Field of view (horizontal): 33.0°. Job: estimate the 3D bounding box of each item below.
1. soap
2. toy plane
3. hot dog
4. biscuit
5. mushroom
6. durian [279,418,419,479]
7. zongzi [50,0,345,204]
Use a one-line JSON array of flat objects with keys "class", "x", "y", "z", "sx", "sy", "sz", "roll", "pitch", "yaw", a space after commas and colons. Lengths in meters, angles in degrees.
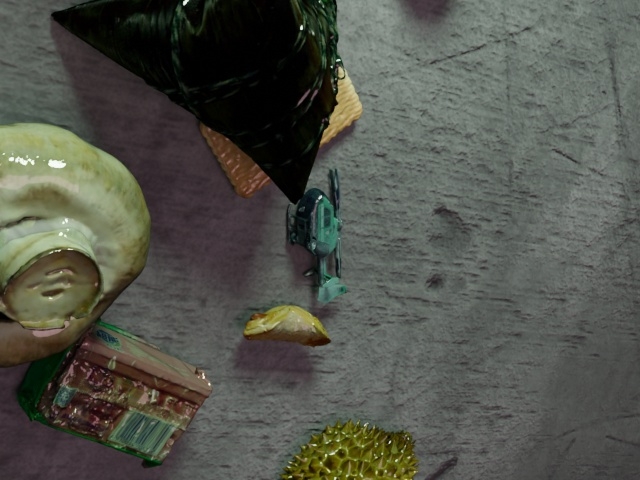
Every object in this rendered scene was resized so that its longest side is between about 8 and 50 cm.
[{"class": "soap", "x": -0.316, "y": 0.241, "z": 1.687, "sx": 0.273, "sy": 0.098, "sz": 0.218, "roll": 30, "pitch": 96, "yaw": -38}, {"class": "toy plane", "x": 0.000, "y": 0.000, "z": 1.791, "sx": 0.096, "sy": 0.060, "sz": 0.235, "roll": -21, "pitch": 119, "yaw": -37}, {"class": "hot dog", "x": -0.055, "y": 0.139, "z": 1.817, "sx": 0.168, "sy": 0.061, "sz": 0.078, "roll": 10, "pitch": 149, "yaw": -33}, {"class": "biscuit", "x": -0.057, "y": -0.189, "z": 1.674, "sx": 0.249, "sy": 0.030, "sz": 0.160, "roll": -37, "pitch": 127, "yaw": -11}, {"class": "mushroom", "x": -0.394, "y": 0.011, "z": 1.423, "sx": 0.352, "sy": 0.260, "sz": 0.352, "roll": -16, "pitch": 127, "yaw": -23}, {"class": "durian", "x": 0.069, "y": 0.424, "z": 1.987, "sx": 0.306, "sy": 0.172, "sz": 0.166, "roll": -23, "pitch": 148, "yaw": -30}, {"class": "zongzi", "x": -0.157, "y": -0.262, "z": 1.487, "sx": 0.383, "sy": 0.362, "sz": 0.319, "roll": 40, "pitch": 57, "yaw": -66}]
